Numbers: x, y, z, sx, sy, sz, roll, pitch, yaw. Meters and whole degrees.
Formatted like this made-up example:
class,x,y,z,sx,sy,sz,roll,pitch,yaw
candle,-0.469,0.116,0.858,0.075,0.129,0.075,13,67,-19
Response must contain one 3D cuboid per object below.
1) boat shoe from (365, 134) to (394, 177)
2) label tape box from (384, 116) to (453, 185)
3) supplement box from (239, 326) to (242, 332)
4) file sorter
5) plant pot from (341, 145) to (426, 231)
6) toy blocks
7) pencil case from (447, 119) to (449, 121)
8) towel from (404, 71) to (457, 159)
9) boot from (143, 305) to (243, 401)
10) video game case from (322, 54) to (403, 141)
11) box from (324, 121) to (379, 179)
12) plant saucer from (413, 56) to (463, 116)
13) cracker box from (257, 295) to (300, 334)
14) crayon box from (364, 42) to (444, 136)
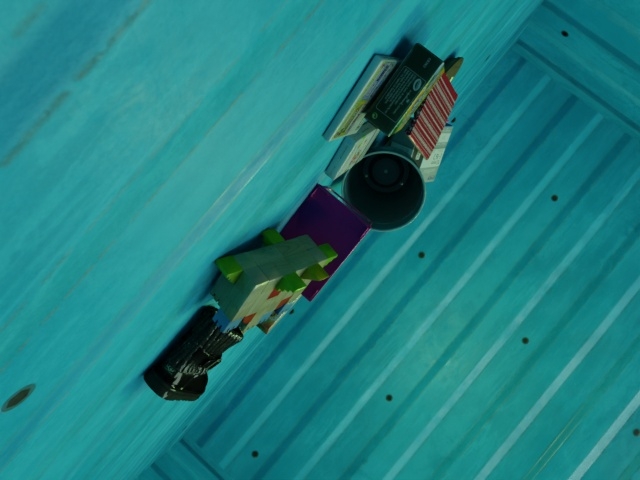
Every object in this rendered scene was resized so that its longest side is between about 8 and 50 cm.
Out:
class,x,y,z,sx,sy,sz,roll,pitch,yaw
boat shoe,0.272,-0.324,1.877,0.285,0.092,0.103,-53,172,21
label tape box,0.363,-0.297,1.829,0.249,0.115,0.348,-14,125,-46
supplement box,-0.253,0.255,1.712,0.233,0.080,0.078,-44,168,-29
file sorter,0.000,0.000,1.459,0.291,0.202,0.182,-52,174,13
plant pot,0.222,-0.204,1.610,0.272,0.271,0.255,-53,-174,26
toy blocks,-0.156,0.130,1.249,0.381,0.191,0.261,-17,150,-52
pencil case,0.534,-0.540,2.360,0.236,0.104,0.104,-50,173,5
towel,0.394,-0.447,1.645,0.198,0.031,0.275,30,84,-52
boot,-0.339,0.331,1.364,0.260,0.131,0.348,-49,172,-11
video game case,0.103,-0.333,1.093,0.212,0.023,0.193,-53,173,29
box,0.099,-0.267,1.348,0.186,0.038,0.145,-40,168,-49
plant saucer,0.443,-0.587,1.793,0.278,0.041,0.278,-49,173,-7
cracker box,-0.157,0.171,1.547,0.232,0.155,0.067,-45,172,-29
crayon box,0.229,-0.387,1.219,0.203,0.083,0.323,-53,179,22
